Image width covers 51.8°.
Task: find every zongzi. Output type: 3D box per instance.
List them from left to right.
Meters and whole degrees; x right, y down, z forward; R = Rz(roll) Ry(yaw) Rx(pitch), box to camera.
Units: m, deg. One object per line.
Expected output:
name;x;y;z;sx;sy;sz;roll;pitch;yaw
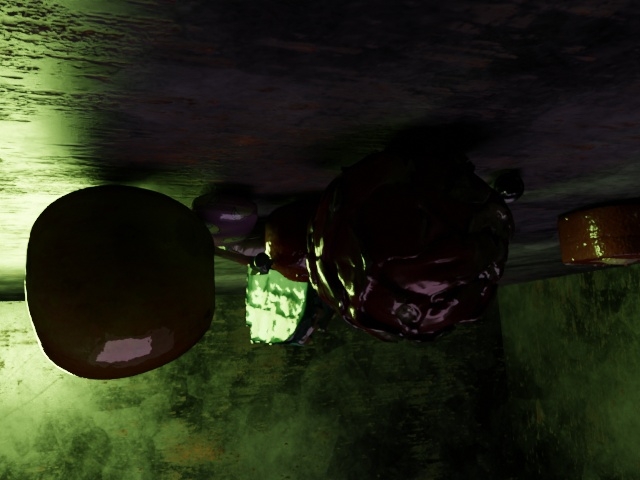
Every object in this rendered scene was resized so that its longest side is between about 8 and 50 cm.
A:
zongzi;-0.121;-0.015;1.505;0.195;0.099;0.197;11;141;-21

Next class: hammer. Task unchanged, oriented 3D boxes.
hammer;-0.231;0.012;1.290;0.288;0.033;0.111;17;166;7

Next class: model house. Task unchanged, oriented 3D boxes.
model house;-0.028;0.166;1.972;0.252;0.294;0.329;-5;169;37

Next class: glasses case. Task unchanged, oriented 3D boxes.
glasses case;-0.200;-0.036;1.313;0.123;0.075;0.316;4;170;-12

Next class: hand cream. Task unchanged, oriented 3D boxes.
hand cream;0.362;-0.096;1.300;0.087;0.055;0.235;-3;179;12

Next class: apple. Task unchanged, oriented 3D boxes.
apple;-0.336;0.068;1.129;0.340;0.339;0.339;-4;171;-1

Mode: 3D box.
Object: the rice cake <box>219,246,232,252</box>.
rice cake;-0.242;-0.003;1.490;0.121;0.021;0.022;34;-153;35

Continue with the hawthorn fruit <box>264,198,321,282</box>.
hawthorn fruit;0.000;0.000;1.314;0.235;0.181;0.181;-3;173;38

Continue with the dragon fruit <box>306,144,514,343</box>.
dragon fruit;0.131;0.008;1.026;0.330;0.329;0.329;-4;171;-1

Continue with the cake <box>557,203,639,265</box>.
cake;0.721;-0.007;1.663;0.177;0.150;0.283;-6;176;-11
